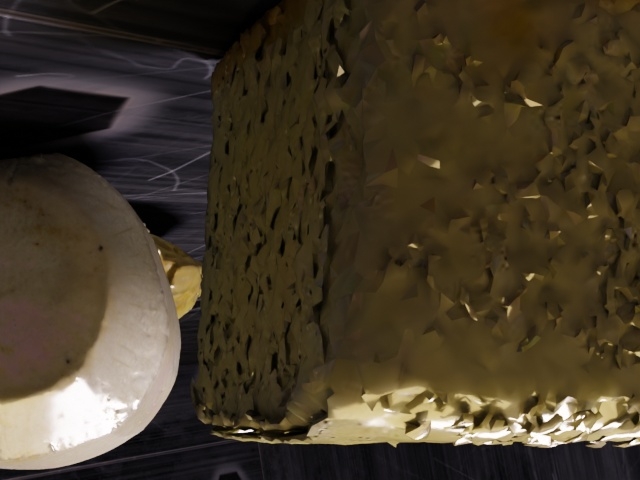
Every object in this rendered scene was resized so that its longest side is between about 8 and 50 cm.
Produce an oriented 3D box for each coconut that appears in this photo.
[{"bbox_3d":[-0.207,0.053,0.820,0.241,0.241,0.241,-9,172,-1],"label":"coconut"}]

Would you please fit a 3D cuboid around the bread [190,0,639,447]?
[{"bbox_3d":[0.102,-0.015,0.598,0.315,0.248,0.279,10,169,-27],"label":"bread"}]

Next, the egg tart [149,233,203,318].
[{"bbox_3d":[-0.276,0.080,1.132,0.351,0.153,0.339,-7,174,-11],"label":"egg tart"}]
